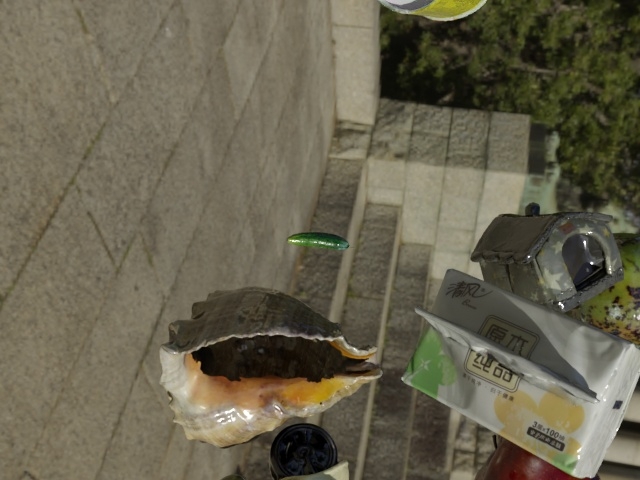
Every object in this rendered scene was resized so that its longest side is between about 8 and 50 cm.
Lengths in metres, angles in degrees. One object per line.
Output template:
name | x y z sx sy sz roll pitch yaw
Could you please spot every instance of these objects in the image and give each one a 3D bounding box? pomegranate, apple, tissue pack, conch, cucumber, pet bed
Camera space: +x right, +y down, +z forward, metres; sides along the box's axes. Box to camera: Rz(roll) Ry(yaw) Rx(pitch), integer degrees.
pomegranate | 0.616 0.117 1.551 0.285 0.341 0.284 -4 90 -73
apple | 0.530 0.607 1.700 0.288 0.317 0.288 -51 171 -11
tissue pack | 0.217 0.143 0.793 0.145 0.229 0.159 23 91 -52
conch | -0.098 0.161 1.045 0.297 0.352 0.209 53 17 -53
cucumber | 0.000 0.000 1.601 0.039 0.168 0.039 -175 -90 -70
pet bed | 0.380 0.018 1.187 0.159 0.183 0.211 67 -15 -5

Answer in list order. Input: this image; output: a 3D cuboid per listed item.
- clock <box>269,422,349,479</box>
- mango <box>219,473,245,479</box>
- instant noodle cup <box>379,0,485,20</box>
clock | -0.053 0.457 0.961 0.379 0.276 0.120 -41 156 -29
mango | -0.125 0.550 1.174 0.129 0.289 0.146 -9 151 -51
instant noodle cup | 0.175 -0.448 1.119 0.153 0.205 0.204 -33 134 -51
